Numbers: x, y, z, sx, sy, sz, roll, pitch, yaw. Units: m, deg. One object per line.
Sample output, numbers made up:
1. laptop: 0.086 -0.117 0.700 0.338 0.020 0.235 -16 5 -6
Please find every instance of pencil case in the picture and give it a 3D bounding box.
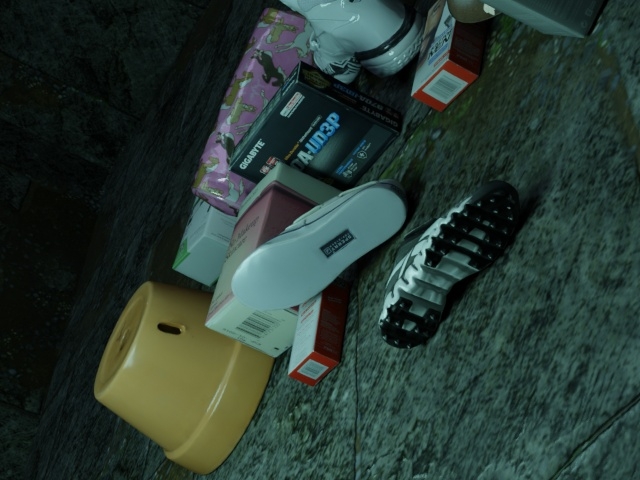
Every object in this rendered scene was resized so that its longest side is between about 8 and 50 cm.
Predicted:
1. pencil case: -0.098 -0.219 2.213 0.160 0.167 0.386 153 140 -82

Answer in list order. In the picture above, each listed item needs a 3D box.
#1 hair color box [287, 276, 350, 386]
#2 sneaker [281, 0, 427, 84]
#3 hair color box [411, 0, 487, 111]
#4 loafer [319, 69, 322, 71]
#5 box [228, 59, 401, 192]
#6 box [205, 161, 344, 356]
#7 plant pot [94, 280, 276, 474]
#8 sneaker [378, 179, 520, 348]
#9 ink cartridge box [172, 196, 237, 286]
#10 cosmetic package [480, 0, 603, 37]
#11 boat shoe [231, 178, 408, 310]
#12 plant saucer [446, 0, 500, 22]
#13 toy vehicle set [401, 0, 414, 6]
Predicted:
1. hair color box: -0.001 0.118 1.661 0.072 0.043 0.141 -47 25 43
2. sneaker: 0.027 -0.362 1.944 0.137 0.210 0.366 -49 17 -7
3. hair color box: 0.178 -0.268 1.669 0.093 0.053 0.167 -44 25 49
4. loafer: 0.007 -0.195 2.052 0.267 0.096 0.084 -91 -10 -58
5. box: -0.010 -0.147 1.840 0.220 0.175 0.051 -47 24 42
6. box: -0.063 0.029 1.826 0.148 0.127 0.232 -42 28 51
7. plant pot: -0.219 0.194 1.924 0.291 0.203 0.291 -53 21 31
8. sneaker: 0.133 0.008 1.363 0.234 0.078 0.106 -56 21 32
9. ink cartridge box: -0.187 -0.047 2.360 0.160 0.092 0.219 -41 29 51
10. cosmetic package: 0.194 -0.317 1.373 0.107 0.238 0.127 -63 18 6
11. boat shoe: 0.000 0.000 1.655 0.267 0.096 0.088 -37 10 17
12. plant saucer: 0.231 -0.371 1.596 0.198 0.036 0.198 -34 36 29
13. toy vehicle set: 0.038 -0.421 2.103 0.035 0.166 0.267 -67 18 -8
